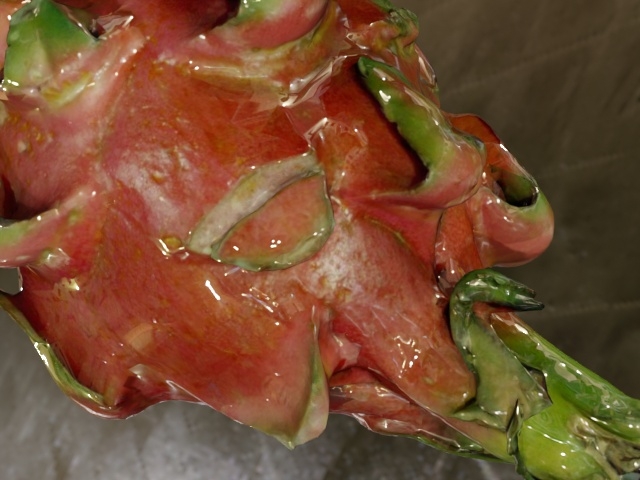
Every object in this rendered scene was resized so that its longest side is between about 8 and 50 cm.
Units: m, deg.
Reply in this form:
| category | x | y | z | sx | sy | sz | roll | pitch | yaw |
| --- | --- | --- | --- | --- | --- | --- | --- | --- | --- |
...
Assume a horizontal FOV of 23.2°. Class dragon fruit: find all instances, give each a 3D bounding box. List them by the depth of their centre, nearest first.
| category | x | y | z | sx | sy | sz | roll | pitch | yaw |
| --- | --- | --- | --- | --- | --- | --- | --- | --- | --- |
| dragon fruit | -0.001 | 0.001 | 0.427 | 0.135 | 0.236 | 0.137 | -57 | 0 | 12 |
